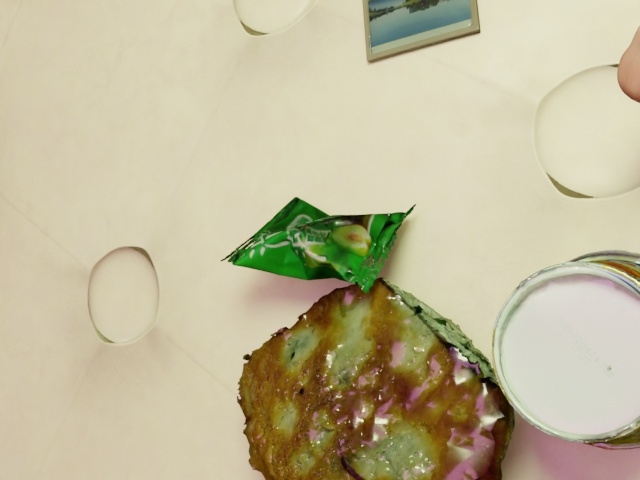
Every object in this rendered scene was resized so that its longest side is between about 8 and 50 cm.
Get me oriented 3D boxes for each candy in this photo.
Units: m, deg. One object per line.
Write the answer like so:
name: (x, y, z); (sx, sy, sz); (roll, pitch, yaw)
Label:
candy: (0.000, 0.004, 0.944); (0.203, 0.141, 0.078); (9, 116, 35)

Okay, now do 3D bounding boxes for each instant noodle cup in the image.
instant noodle cup: (0.265, 0.105, 0.754); (0.205, 0.153, 0.205); (-4, 83, 29)

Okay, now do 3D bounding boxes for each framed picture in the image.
framed picture: (0.120, -0.287, 0.972); (0.149, 0.011, 0.109); (-9, 79, 29)

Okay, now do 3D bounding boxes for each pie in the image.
pie: (0.053, 0.205, 0.876); (0.355, 0.103, 0.288); (42, 102, 39)

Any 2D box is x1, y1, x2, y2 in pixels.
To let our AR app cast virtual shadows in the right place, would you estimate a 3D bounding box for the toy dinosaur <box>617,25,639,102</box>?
toy dinosaur: (0.352, -0.116, 0.698); (0.177, 0.194, 0.152); (-18, 51, -3)
